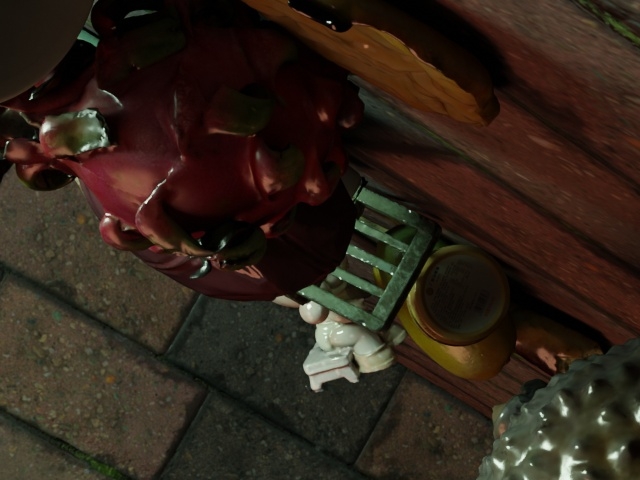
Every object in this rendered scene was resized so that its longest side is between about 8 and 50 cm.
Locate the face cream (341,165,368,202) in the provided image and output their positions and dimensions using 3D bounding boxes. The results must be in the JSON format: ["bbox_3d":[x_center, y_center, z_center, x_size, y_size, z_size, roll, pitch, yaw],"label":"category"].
[{"bbox_3d":[-0.067,-0.110,1.747,0.244,0.058,0.092,37,176,-14],"label":"face cream"}]

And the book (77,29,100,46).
[{"bbox_3d":[-0.304,-0.231,1.983,0.283,0.025,0.215,31,173,-13],"label":"book"}]

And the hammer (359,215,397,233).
[{"bbox_3d":[0.042,-0.025,2.092,0.182,0.017,0.062,27,173,38],"label":"hammer"}]

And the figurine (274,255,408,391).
[{"bbox_3d":[-0.010,0.051,2.266,0.144,0.182,0.256,-12,114,42],"label":"figurine"}]

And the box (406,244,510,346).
[{"bbox_3d":[0.142,0.056,1.861,0.105,0.105,0.037,30,166,-6],"label":"box"}]

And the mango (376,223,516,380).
[{"bbox_3d":[0.132,0.065,1.944,0.194,0.092,0.130,50,158,4],"label":"mango"}]

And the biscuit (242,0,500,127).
[{"bbox_3d":[0.004,-0.148,1.159,0.260,0.041,0.203,32,180,-7],"label":"biscuit"}]

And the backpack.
[{"bbox_3d":[-0.093,-0.059,1.562,0.283,0.197,0.317,33,178,-14],"label":"backpack"}]

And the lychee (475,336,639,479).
[{"bbox_3d":[0.305,0.248,1.425,0.432,0.380,0.380,37,178,28],"label":"lychee"}]

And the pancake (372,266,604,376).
[{"bbox_3d":[0.201,0.104,2.163,0.427,0.067,0.305,23,171,44],"label":"pancake"}]

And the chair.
[{"bbox_3d":[0.000,0.000,1.925,0.270,0.136,0.147,26,174,21],"label":"chair"}]

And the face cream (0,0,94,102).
[{"bbox_3d":[-0.281,-0.207,1.234,0.187,0.201,0.201,25,172,41],"label":"face cream"}]

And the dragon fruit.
[{"bbox_3d":[-0.112,-0.091,1.321,0.273,0.198,0.218,24,135,11],"label":"dragon fruit"}]
